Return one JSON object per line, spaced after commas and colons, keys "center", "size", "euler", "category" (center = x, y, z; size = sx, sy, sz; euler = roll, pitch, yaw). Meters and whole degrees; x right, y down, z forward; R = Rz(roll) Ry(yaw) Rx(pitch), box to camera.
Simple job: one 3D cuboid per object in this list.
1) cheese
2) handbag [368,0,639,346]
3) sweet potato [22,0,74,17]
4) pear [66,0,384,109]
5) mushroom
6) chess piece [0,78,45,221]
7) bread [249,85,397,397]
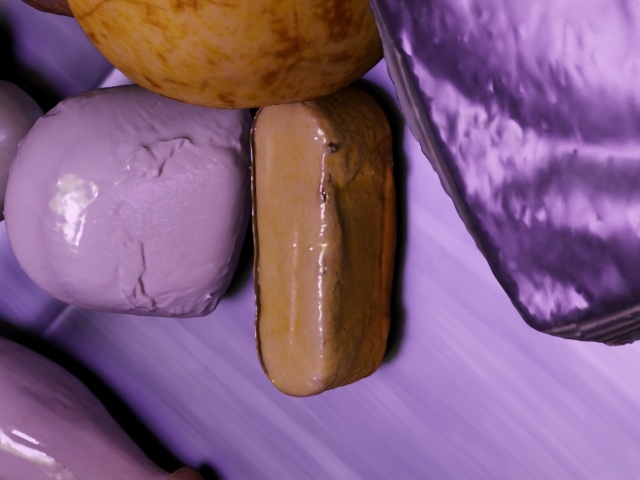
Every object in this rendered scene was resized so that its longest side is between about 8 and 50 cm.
{"center": [-0.157, -0.035, 1.371], "size": [0.154, 0.189, 0.198], "euler": [41, 127, 54], "category": "cheese"}
{"center": [0.191, -0.123, 1.084], "size": [0.247, 0.240, 0.341], "euler": [-23, 92, 36], "category": "handbag"}
{"center": [-0.149, -0.201, 1.375], "size": [0.273, 0.075, 0.075], "euler": [18, 113, 23], "category": "sweet potato"}
{"center": [-0.055, -0.223, 1.184], "size": [0.280, 0.280, 0.281], "euler": [10, 109, 29], "category": "pear"}
{"center": [-0.251, 0.175, 1.520], "size": [0.350, 0.128, 0.128], "euler": [33, 119, 15], "category": "mushroom"}
{"center": [-0.363, -0.154, 1.469], "size": [0.330, 0.182, 0.182], "euler": [50, 123, 4], "category": "chess piece"}
{"center": [0.000, 0.000, 1.330], "size": [0.102, 0.094, 0.246], "euler": [12, 110, 39], "category": "bread"}
